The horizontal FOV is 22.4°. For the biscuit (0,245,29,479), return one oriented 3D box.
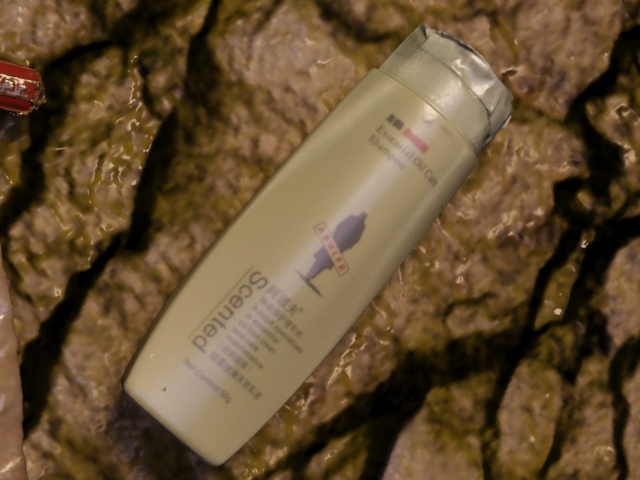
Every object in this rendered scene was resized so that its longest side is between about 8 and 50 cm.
[{"bbox_3d":[-0.175,0.130,0.672,0.133,0.032,0.250,-12,100,-29],"label":"biscuit"}]

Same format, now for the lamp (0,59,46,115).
[{"bbox_3d":[-0.161,-0.076,0.670,0.063,0.031,0.083,-37,100,-9],"label":"lamp"}]

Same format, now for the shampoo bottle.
[{"bbox_3d":[0.000,0.000,0.708,0.072,0.049,0.212,40,85,-11],"label":"shampoo bottle"}]
